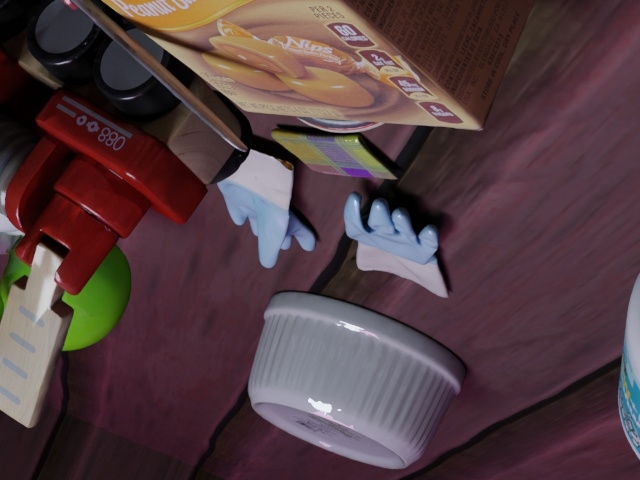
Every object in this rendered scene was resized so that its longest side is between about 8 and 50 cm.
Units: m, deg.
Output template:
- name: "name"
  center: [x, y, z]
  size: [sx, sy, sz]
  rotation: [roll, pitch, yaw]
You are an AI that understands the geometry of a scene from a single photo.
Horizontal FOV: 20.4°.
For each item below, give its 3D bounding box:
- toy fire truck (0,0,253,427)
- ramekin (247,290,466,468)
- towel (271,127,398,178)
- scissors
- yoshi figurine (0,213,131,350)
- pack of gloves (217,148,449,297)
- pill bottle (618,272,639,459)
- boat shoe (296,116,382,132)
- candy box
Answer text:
- name: "toy fire truck"
  center: [-0.188, -0.028, 1.149]
  size: [0.217, 0.246, 0.158]
  rotation: [30, 170, 32]
- name: "ramekin"
  center: [0.028, 0.142, 1.732]
  size: [0.207, 0.109, 0.207]
  rotation: [20, 165, 6]
- name: "towel"
  center: [0.009, -0.062, 1.265]
  size: [0.083, 0.009, 0.060]
  rotation: [7, 158, 41]
- name: "scissors"
  center: [-0.144, -0.146, 0.975]
  size: [0.297, 0.021, 0.109]
  rotation: [41, 179, 3]
- name: "yoshi figurine"
  center: [-0.227, -0.015, 1.417]
  size: [0.204, 0.203, 0.362]
  rotation: [13, 166, 9]
- name: "pack of gloves"
  center: [0.000, 0.000, 1.400]
  size: [0.195, 0.046, 0.232]
  rotation: [21, 168, 11]
- name: "pill bottle"
  center: [0.269, 0.088, 1.160]
  size: [0.146, 0.146, 0.264]
  rotation: [18, 164, 14]
- name: "boat shoe"
  center: [-0.014, -0.103, 1.097]
  size: [0.137, 0.049, 0.043]
  rotation: [19, 163, 29]
- name: "candy box"
  center: [-0.060, -0.168, 0.862]
  size: [0.183, 0.087, 0.316]
  rotation: [8, 160, 45]
